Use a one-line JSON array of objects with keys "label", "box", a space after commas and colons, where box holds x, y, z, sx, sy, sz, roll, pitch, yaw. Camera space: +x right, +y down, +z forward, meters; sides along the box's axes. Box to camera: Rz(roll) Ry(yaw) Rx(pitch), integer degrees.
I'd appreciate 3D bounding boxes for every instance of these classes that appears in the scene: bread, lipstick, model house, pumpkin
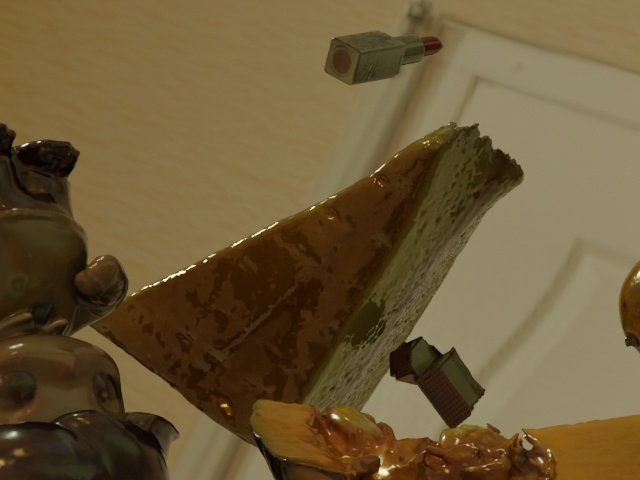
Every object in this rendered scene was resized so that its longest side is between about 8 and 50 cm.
[{"label": "bread", "box": [0.000, 0.000, 1.381, 0.362, 0.245, 0.233, -57, -20, 10]}, {"label": "lipstick", "box": [0.057, -0.148, 1.126, 0.129, 0.030, 0.030, -17, -50, -48]}, {"label": "model house", "box": [0.105, 0.133, 1.344, 0.057, 0.083, 0.058, -29, 10, 45]}, {"label": "pumpkin", "box": [0.119, 0.145, 0.781, 0.190, 0.280, 0.139, -42, 11, 4]}]

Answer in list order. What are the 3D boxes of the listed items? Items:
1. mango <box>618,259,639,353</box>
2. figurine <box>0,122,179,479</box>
[{"label": "mango", "box": [0.311, 0.048, 1.059, 0.090, 0.178, 0.115, 67, -156, -55]}, {"label": "figurine", "box": [-0.202, 0.096, 1.063, 0.218, 0.206, 0.365, 23, -112, -61]}]
